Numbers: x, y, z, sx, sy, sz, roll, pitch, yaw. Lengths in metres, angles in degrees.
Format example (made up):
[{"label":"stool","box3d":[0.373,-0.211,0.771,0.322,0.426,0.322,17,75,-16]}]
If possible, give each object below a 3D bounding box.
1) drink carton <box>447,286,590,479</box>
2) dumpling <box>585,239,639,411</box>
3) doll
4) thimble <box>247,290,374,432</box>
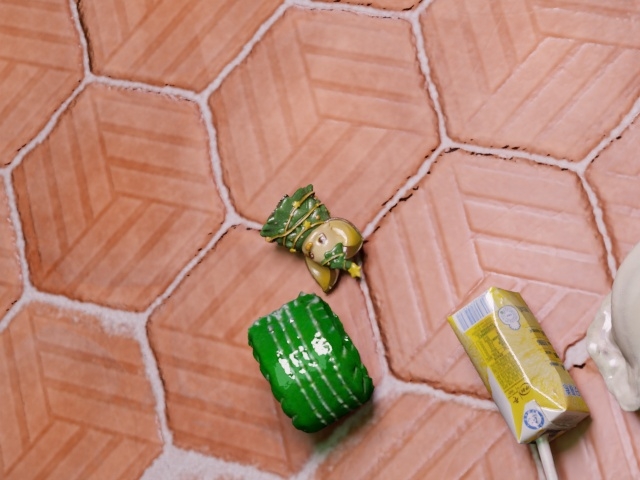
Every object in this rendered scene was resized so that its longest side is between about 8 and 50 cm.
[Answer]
[{"label":"drink carton","box3d":[0.203,0.144,1.712,0.074,0.084,0.200,-38,67,19]},{"label":"dumpling","box3d":[0.324,0.047,1.680,0.229,0.124,0.151,-58,27,7]},{"label":"doll","box3d":[0.000,-0.006,1.851,0.113,0.076,0.078,34,117,-3]},{"label":"thimble","box3d":[-0.010,0.121,1.779,0.090,0.118,0.130,-31,85,6]}]
